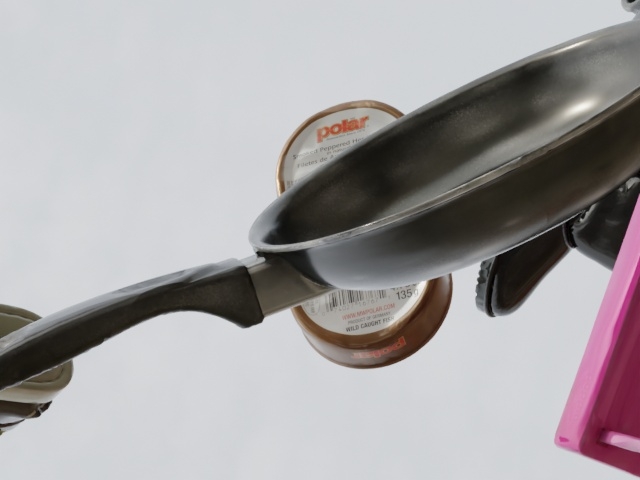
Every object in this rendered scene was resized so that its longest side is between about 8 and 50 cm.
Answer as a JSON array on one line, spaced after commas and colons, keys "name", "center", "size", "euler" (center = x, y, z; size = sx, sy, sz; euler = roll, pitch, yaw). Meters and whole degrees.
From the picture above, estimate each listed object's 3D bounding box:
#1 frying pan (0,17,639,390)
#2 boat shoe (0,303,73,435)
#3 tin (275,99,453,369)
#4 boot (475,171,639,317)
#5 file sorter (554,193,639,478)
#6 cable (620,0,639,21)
[{"name": "frying pan", "center": [0.017, -0.003, 0.758], "size": [0.326, 0.197, 0.053], "euler": [-34, -77, -29]}, {"name": "boat shoe", "center": [-0.252, 0.064, 1.108], "size": [0.227, 0.069, 0.081], "euler": [18, -137, -32]}, {"name": "tin", "center": [0.027, -0.008, 1.291], "size": [0.040, 0.106, 0.190], "euler": [63, -164, -57]}, {"name": "boot", "center": [0.147, 0.004, 1.079], "size": [0.045, 0.099, 0.121], "euler": [-6, -61, -63]}, {"name": "file sorter", "center": [0.296, 0.055, 0.895], "size": [0.290, 0.182, 0.202], "euler": [23, -96, -32]}, {"name": "cable", "center": [0.302, -0.198, 1.563], "size": [0.072, 0.287, 0.139], "euler": [11, -112, -11]}]
